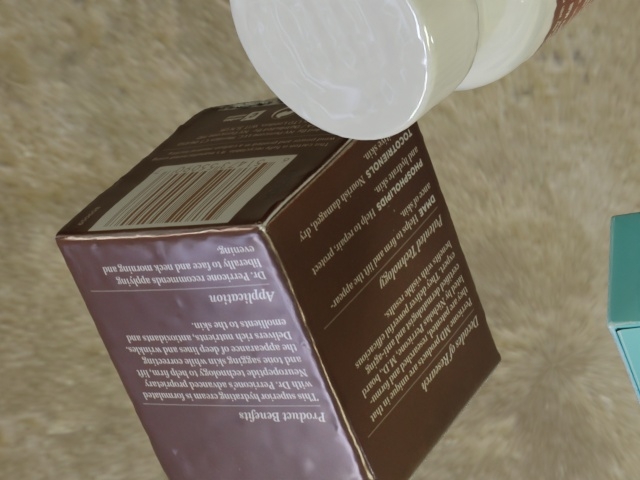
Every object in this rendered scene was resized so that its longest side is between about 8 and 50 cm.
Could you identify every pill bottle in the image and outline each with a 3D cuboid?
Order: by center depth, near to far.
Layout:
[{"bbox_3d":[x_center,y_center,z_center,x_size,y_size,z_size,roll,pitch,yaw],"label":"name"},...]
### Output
[{"bbox_3d":[0.068,-0.139,0.765,0.121,0.121,0.221,43,52,8],"label":"pill bottle"}]

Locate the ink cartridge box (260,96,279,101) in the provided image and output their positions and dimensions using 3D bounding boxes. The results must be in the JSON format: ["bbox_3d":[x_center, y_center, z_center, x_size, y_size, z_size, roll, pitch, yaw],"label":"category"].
[{"bbox_3d":[0.000,0.000,1.319,0.086,0.148,0.203,-18,105,-9],"label":"ink cartridge box"}]

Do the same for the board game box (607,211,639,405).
[{"bbox_3d":[0.339,0.071,0.902,0.336,0.253,0.079,-8,46,19],"label":"board game box"}]

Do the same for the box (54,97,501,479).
[{"bbox_3d":[-0.021,0.036,1.099,0.168,0.167,0.203,-2,120,37],"label":"box"}]
